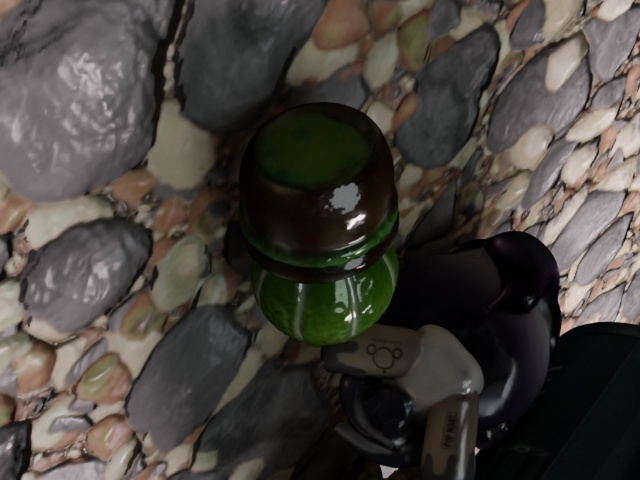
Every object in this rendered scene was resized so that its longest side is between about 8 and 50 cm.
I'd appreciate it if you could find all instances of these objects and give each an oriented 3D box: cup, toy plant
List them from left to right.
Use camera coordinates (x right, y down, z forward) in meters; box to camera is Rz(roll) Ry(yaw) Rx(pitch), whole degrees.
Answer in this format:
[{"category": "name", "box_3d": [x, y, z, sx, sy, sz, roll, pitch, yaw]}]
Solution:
[{"category": "toy plant", "box_3d": [0.000, 0.000, 0.750, 0.093, 0.093, 0.162, -36, 148, -24]}, {"category": "cup", "box_3d": [0.203, 0.235, 0.900, 0.292, 0.242, 0.308, -47, -179, -26]}]

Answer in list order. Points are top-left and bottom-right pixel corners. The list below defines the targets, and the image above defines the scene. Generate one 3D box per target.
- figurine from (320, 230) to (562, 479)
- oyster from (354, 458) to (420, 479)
[{"category": "figurine", "box_3d": [0.094, 0.066, 0.898, 0.222, 0.145, 0.145, -36, 151, -62]}, {"category": "oyster", "box_3d": [-0.001, 0.297, 1.041, 0.221, 0.096, 0.361, -1, 122, -45]}]
